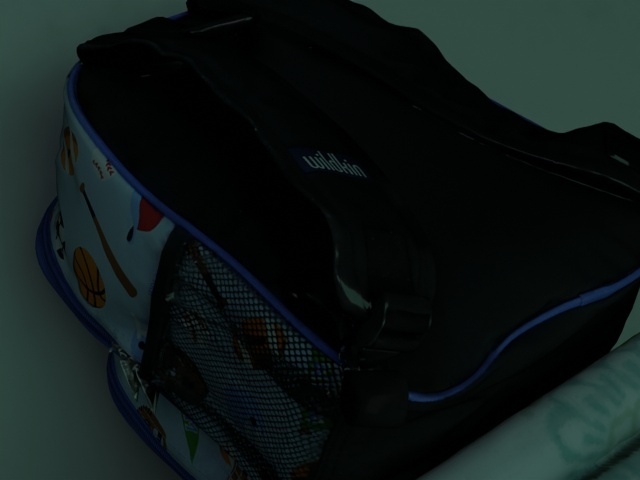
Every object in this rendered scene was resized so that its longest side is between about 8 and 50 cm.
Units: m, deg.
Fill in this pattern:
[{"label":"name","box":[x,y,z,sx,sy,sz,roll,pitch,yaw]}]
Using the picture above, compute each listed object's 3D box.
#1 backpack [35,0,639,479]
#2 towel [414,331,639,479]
[{"label":"backpack","box":[0.000,0.000,0.703,0.263,0.213,0.276,45,38,22]},{"label":"towel","box":[0.073,0.175,0.693,0.374,0.320,0.090,-28,70,-29]}]
